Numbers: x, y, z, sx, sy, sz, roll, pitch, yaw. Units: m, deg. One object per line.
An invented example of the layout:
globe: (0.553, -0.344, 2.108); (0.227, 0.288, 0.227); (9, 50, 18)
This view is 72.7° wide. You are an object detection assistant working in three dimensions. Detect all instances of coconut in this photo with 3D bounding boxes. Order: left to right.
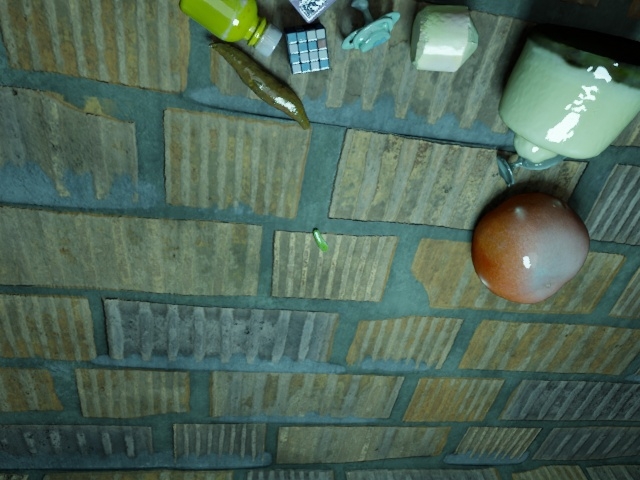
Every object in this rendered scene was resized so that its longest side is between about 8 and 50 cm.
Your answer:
coconut: (0.296, -0.475, 1.027); (0.153, 0.147, 0.147); (1, 123, 0)

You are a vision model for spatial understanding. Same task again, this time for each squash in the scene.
squash: (-0.001, 0.001, 1.373); (0.027, 0.027, 0.089); (-26, 121, 10)

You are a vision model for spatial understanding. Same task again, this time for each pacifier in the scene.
pacifier: (0.107, -0.510, 1.011); (0.150, 0.127, 0.116); (-23, 99, 16)

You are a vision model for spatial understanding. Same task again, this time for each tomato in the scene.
tomato: (0.642, 0.033, 1.322); (0.341, 0.273, 0.341); (-3, 123, -5)

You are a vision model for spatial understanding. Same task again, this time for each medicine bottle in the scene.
medicine bottle: (-0.190, -0.500, 0.963); (0.212, 0.122, 0.122); (30, 115, -24)

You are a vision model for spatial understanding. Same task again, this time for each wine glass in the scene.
wine glass: (0.627, -0.246, 1.242); (0.222, 0.103, 0.103); (-25, 122, 11)

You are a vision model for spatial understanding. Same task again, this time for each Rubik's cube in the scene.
Rubik's cube: (-0.033, -0.455, 1.029); (0.092, 0.092, 0.092); (-9, 123, -1)

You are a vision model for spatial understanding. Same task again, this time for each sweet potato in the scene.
sweet potato: (-0.138, -0.381, 1.078); (0.314, 0.072, 0.066); (32, 129, -27)

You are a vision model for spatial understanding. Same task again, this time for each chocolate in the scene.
chocolate: (0.615, -0.346, 1.066); (0.326, 0.314, 0.297); (-1, 132, -10)

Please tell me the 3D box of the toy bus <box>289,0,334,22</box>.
toy bus: (0.015, -0.582, 0.951); (0.199, 0.096, 0.108); (-35, 124, 18)
